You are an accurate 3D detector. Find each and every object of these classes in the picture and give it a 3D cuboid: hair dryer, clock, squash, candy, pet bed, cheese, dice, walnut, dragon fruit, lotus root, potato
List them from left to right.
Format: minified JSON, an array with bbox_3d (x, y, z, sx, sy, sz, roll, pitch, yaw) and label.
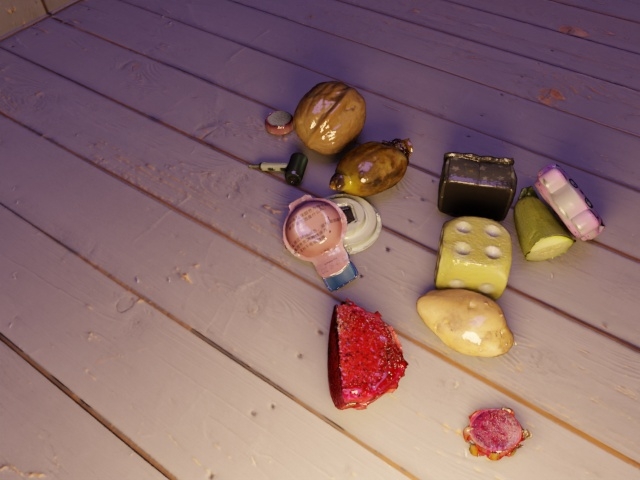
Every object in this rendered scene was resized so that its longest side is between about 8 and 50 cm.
[{"bbox_3d":[-0.143,-0.230,1.764,0.198,0.057,0.100,3,49,16],"label":"hair dryer"},{"bbox_3d":[-0.141,-0.406,1.912,0.103,0.043,0.103,-1,50,1],"label":"candy"},{"bbox_3d":[0.000,0.000,1.509,0.189,0.074,0.286,-32,70,5],"label":"cheese"},{"bbox_3d":[0.030,-0.395,1.790,0.225,0.225,0.261,23,59,20],"label":"walnut"},{"bbox_3d":[0.060,-0.061,1.603,0.237,0.053,0.236,0,48,1],"label":"clock"},{"bbox_3d":[0.085,0.270,1.260,0.163,0.189,0.261,21,46,-31],"label":"dragon fruit"},{"bbox_3d":[0.147,-0.212,1.665,0.314,0.141,0.169,-27,38,-27],"label":"lotus root"},{"bbox_3d":[0.351,0.187,1.329,0.161,0.128,0.235,-27,48,-25],"label":"potato"},{"bbox_3d":[0.386,0.050,1.417,0.170,0.169,0.166,9,49,8],"label":"dice"},{"bbox_3d":[0.451,-0.167,1.599,0.211,0.183,0.159,8,56,11],"label":"pet bed"},{"bbox_3d":[0.370,0.413,1.177,0.126,0.068,0.112,-24,41,-2],"label":"dragon fruit"},{"bbox_3d":[0.595,-0.044,1.550,0.137,0.137,0.287,-3,35,-1],"label":"squash"},{"bbox_3d":[0.661,-0.101,1.478,0.090,0.248,0.227,-38,77,20],"label":"clock"}]
